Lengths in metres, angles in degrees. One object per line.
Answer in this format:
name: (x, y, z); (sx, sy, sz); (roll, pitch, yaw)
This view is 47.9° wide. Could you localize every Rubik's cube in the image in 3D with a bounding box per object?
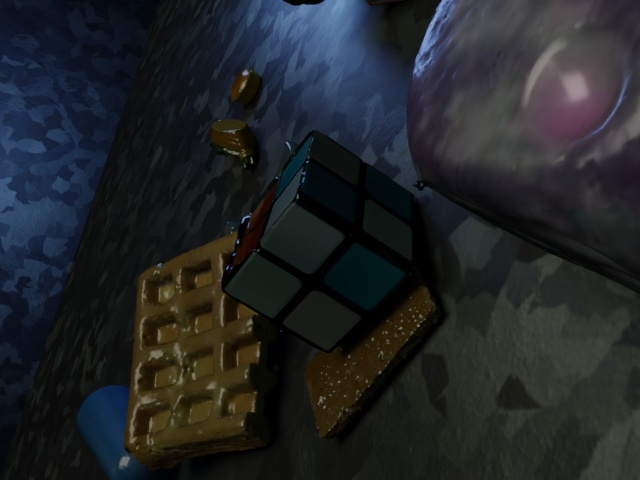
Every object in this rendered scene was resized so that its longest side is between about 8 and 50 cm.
Rubik's cube: (0.001, 0.000, 0.897); (0.180, 0.167, 0.183); (-49, 18, 28)

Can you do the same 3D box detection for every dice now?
dice: (0.241, -0.102, 0.480); (0.271, 0.270, 0.270); (-64, 28, 5)

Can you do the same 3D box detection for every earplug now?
earplug: (-0.351, 0.374, 1.315); (0.273, 0.132, 0.132); (22, 88, 59)

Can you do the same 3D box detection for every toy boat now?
toy boat: (-0.188, -0.207, 1.541); (0.229, 0.089, 0.088); (-144, 40, -61)

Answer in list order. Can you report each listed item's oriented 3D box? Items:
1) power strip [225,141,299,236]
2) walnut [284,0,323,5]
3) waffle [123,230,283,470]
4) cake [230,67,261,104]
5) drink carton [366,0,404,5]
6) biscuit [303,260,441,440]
power strip: (-0.095, -0.042, 1.258); (0.253, 0.054, 0.167); (-51, 30, 24)
walnut: (-0.009, -0.575, 1.297); (0.277, 0.253, 0.282); (136, 143, -77)
waffle: (-0.192, 0.170, 1.140); (0.304, 0.077, 0.348); (-20, 60, 34)
cake: (-0.172, -0.352, 1.646); (0.084, 0.044, 0.084); (-42, 36, 42)
drink carton: (0.113, -0.509, 1.175); (0.071, 0.096, 0.222); (8, 81, 34)
biscuit: (0.058, 0.129, 0.884); (0.231, 0.025, 0.131); (-53, 29, 21)
